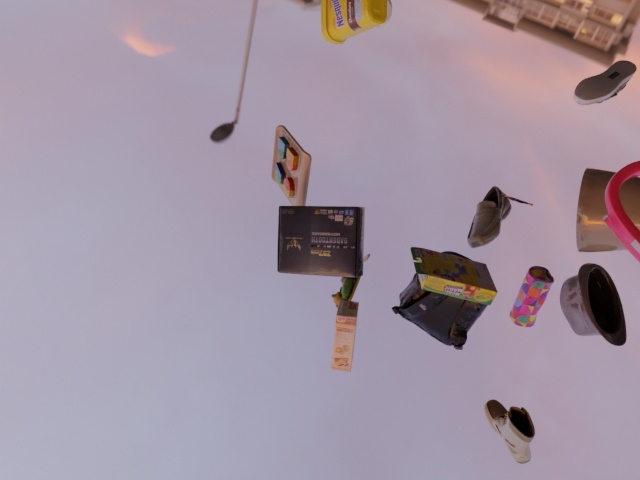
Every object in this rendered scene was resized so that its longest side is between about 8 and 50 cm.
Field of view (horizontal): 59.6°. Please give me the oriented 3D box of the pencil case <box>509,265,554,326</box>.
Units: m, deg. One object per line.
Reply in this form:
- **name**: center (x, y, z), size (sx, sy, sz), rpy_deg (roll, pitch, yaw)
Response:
- **pencil case**: center (0.765, 0.207, 2.028), size (0.104, 0.237, 0.104), rpy_deg (5, -144, -4)

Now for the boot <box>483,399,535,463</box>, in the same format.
- **boot**: center (0.570, 0.540, 1.686), size (0.077, 0.165, 0.213), rpy_deg (-18, -137, -7)

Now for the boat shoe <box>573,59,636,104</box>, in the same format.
- **boat shoe**: center (0.744, -0.397, 1.470), size (0.219, 0.070, 0.078), rpy_deg (-30, -123, -20)

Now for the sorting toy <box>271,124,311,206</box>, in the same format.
- **sorting toy**: center (-0.096, -0.212, 1.644), size (0.038, 0.193, 0.208), rpy_deg (-10, -142, -27)

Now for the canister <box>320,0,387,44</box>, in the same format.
- **canister**: center (0.081, -0.565, 1.365), size (0.073, 0.126, 0.169), rpy_deg (-1, -179, -39)

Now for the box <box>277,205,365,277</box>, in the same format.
- **box**: center (0.000, 0.000, 1.482), size (0.232, 0.184, 0.059), rpy_deg (3, -177, 24)

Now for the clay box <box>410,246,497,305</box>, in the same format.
- **clay box**: center (0.338, 0.090, 1.463), size (0.221, 0.053, 0.127), rpy_deg (13, -148, -8)

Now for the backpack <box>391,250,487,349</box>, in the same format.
- **backpack**: center (0.413, 0.173, 1.807), size (0.276, 0.263, 0.213), rpy_deg (31, -149, -12)

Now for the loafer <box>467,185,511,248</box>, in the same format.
- **loafer**: center (0.576, -0.082, 1.946), size (0.112, 0.112, 0.319), rpy_deg (59, -139, -14)

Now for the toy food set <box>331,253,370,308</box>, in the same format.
- **toy food set**: center (0.090, 0.139, 1.970), size (0.071, 0.128, 0.218), rpy_deg (24, -100, -7)

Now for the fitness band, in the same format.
- **fitness band**: center (0.757, -0.045, 1.222), size (0.208, 0.054, 0.291), rpy_deg (-29, -111, -7)

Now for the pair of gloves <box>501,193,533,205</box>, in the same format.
- **pair of gloves**: center (0.611, -0.125, 1.744), size (0.074, 0.010, 0.083), rpy_deg (13, -167, -21)

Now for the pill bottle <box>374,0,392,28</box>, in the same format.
- **pill bottle**: center (0.156, -0.702, 1.691), size (0.111, 0.112, 0.187), rpy_deg (8, -154, -12)

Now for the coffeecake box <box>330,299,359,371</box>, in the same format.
- **coffeecake box**: center (0.080, 0.304, 1.804), size (0.068, 0.186, 0.142), rpy_deg (6, -166, 6)

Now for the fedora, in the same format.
- **fedora**: center (0.866, 0.213, 1.807), size (0.243, 0.124, 0.276), rpy_deg (8, -113, -36)

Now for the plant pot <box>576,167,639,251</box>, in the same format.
- **plant pot**: center (0.908, -0.080, 1.616), size (0.273, 0.257, 0.256), rpy_deg (5, -152, 32)
